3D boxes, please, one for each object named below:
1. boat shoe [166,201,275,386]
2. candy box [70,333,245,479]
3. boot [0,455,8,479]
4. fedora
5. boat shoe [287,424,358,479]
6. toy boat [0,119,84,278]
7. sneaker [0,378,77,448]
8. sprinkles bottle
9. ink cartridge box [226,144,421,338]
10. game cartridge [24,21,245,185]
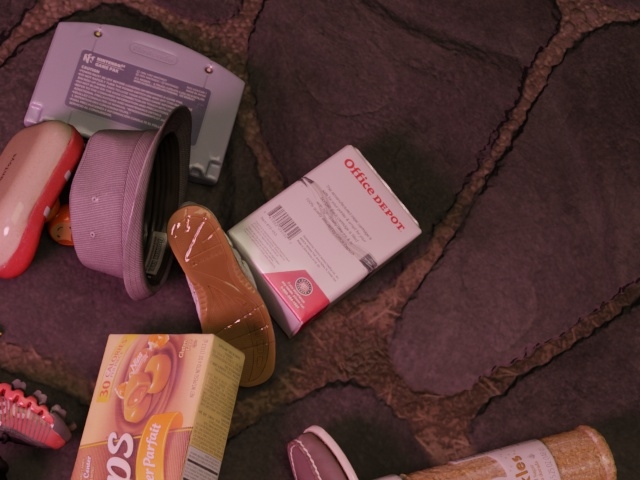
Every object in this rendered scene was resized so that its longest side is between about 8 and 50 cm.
[{"bbox_3d":[-0.133,0.070,1.928,0.098,0.096,0.277,-19,104,3],"label":"boat shoe"},{"bbox_3d":[-0.224,0.282,1.797,0.183,0.087,0.316,-3,65,33],"label":"candy box"},{"bbox_3d":[-0.466,0.459,1.699,0.348,0.131,0.260,-42,78,-12],"label":"boot"},{"bbox_3d":[-0.267,-0.059,1.883,0.124,0.244,0.275,10,110,8],"label":"fedora"},{"bbox_3d":[0.020,0.413,1.850,0.096,0.116,0.324,-18,82,-22],"label":"boat shoe"},{"bbox_3d":[-0.388,-0.045,1.912,0.151,0.151,0.231,39,63,-30],"label":"toy boat"},{"bbox_3d":[-0.465,0.232,1.801,0.276,0.097,0.135,22,67,-3],"label":"sneaker"},{"bbox_3d":[0.235,0.354,1.918,0.355,0.121,0.121,-12,74,-18],"label":"sprinkles bottle"},{"bbox_3d":[0.000,0.000,1.995,0.237,0.100,0.172,-37,83,-21],"label":"ink cartridge box"},{"bbox_3d":[-0.269,-0.212,2.031,0.294,0.060,0.196,18,71,-7],"label":"game cartridge"}]
